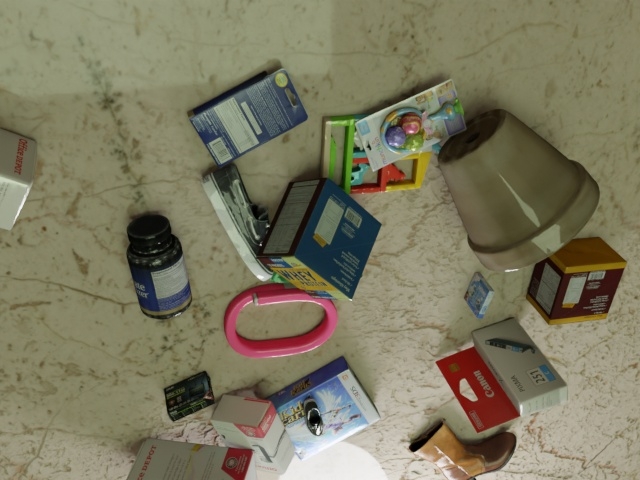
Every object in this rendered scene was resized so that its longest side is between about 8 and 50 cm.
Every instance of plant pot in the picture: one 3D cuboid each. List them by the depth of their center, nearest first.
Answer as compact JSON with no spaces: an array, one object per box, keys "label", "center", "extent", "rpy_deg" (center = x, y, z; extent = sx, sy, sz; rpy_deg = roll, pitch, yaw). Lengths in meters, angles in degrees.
[{"label":"plant pot","center":[0.427,-0.139,1.697],"extent":[0.323,0.323,0.280],"rpy_deg":[-38,109,8]}]

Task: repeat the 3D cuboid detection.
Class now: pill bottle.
[{"label":"pill bottle","center":[-0.363,0.058,1.645],"extent":[0.122,0.123,0.219],"rpy_deg":[-12,124,-10]}]

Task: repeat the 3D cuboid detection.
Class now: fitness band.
[{"label":"fitness band","center":[-0.099,0.206,1.872],"extent":[0.290,0.054,0.209],"rpy_deg":[-4,123,-15]}]

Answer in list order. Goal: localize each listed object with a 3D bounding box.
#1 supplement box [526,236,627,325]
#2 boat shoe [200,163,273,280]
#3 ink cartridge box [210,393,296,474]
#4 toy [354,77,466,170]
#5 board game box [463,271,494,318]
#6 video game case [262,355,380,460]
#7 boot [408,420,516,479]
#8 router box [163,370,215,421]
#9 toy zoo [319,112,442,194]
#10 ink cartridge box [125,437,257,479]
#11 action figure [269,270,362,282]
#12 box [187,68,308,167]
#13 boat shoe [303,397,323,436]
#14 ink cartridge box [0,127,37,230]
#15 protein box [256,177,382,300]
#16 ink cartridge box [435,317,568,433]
[{"label":"supplement box","center":[0.700,0.111,2.028],"extent":[0.191,0.129,0.194],"rpy_deg":[-4,123,-16]},{"label":"boat shoe","center":[-0.159,-0.039,1.668],"extent":[0.102,0.108,0.301],"rpy_deg":[-26,119,1]},{"label":"ink cartridge box","center":[-0.180,0.525,1.988],"extent":[0.158,0.092,0.218],"rpy_deg":[1,133,28]},{"label":"toy","center":[0.210,-0.247,1.640],"extent":[0.237,0.056,0.137],"rpy_deg":[-26,124,-1]},{"label":"board game box","center":[0.426,0.147,1.985],"extent":[0.020,0.090,0.090],"rpy_deg":[7,119,-21]},{"label":"video game case","center":[0.004,0.480,2.080],"extent":[0.269,0.061,0.244],"rpy_deg":[-29,125,2]},{"label":"boot","center":[0.456,0.643,2.341],"extent":[0.264,0.096,0.280],"rpy_deg":[-37,118,17]},{"label":"router box","center":[-0.337,0.399,1.895],"extent":[0.122,0.092,0.038],"rpy_deg":[-23,126,-3]},{"label":"toy zoo","center":[0.144,-0.202,1.701],"extent":[0.293,0.030,0.193],"rpy_deg":[-6,123,-15]},{"label":"ink cartridge box","center":[-0.339,0.652,1.915],"extent":[0.306,0.226,0.131],"rpy_deg":[3,126,12]},{"label":"action figure","center":[0.004,0.064,1.813],"extent":[0.232,0.063,0.137],"rpy_deg":[11,115,-28]},{"label":"box","center":[-0.150,-0.263,1.560],"extent":[0.225,0.036,0.136],"rpy_deg":[-27,126,2]},{"label":"boat shoe","center":[-0.018,0.492,2.017],"extent":[0.049,0.040,0.142],"rpy_deg":[-18,125,-6]},{"label":"ink cartridge box","center":[-0.680,-0.149,1.358],"extent":[0.272,0.198,0.115],"rpy_deg":[21,114,-28]},{"label":"protein box","center":[0.000,0.000,1.660],"extent":[0.199,0.136,0.201],"rpy_deg":[38,65,-34]},{"label":"ink cartridge box","center":[0.485,0.361,2.016],"extent":[0.261,0.296,0.066],"rpy_deg":[-19,125,-6]}]
